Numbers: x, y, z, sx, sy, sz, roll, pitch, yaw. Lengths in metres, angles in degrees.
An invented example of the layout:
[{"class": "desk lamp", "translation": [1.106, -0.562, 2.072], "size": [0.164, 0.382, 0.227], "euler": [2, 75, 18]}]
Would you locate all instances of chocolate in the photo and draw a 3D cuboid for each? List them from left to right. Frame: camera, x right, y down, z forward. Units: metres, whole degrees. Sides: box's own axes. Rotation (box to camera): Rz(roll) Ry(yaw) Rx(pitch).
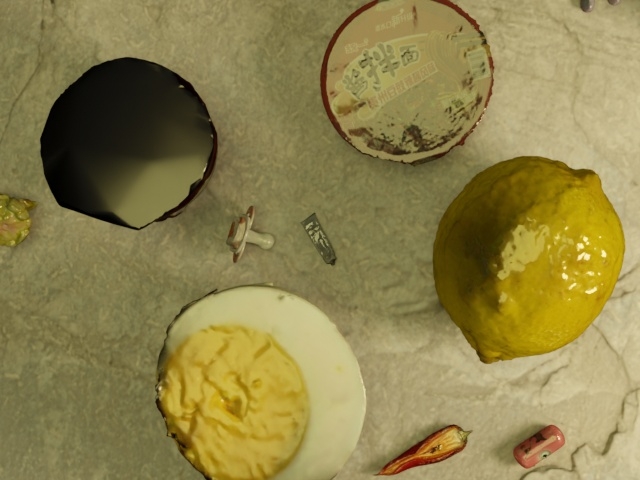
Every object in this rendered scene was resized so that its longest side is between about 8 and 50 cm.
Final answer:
[{"class": "chocolate", "translation": [-0.287, -0.143, 1.503], "size": [0.283, 0.186, 0.284], "euler": [-1, 80, 6]}]

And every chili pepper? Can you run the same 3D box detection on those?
[{"class": "chili pepper", "translation": [0.166, 0.342, 1.476], "size": [0.178, 0.027, 0.045], "euler": [-30, 79, 8]}]

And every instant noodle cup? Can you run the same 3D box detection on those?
[{"class": "instant noodle cup", "translation": [0.141, -0.252, 1.469], "size": [0.274, 0.091, 0.274], "euler": [0, 89, 11]}]

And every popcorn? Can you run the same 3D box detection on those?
[{"class": "popcorn", "translation": [-0.551, -0.038, 1.605], "size": [0.109, 0.089, 0.097], "euler": [-29, 118, 18]}]

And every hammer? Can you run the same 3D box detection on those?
[{"class": "hammer", "translation": [0.341, 0.322, 1.436], "size": [0.083, 0.043, 0.043], "euler": [-36, 82, 7]}]

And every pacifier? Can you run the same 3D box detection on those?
[{"class": "pacifier", "translation": [-0.113, -0.005, 1.526], "size": [0.078, 0.081, 0.099], "euler": [19, 92, -17]}]

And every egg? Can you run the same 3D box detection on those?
[{"class": "egg", "translation": [-0.085, 0.222, 1.443], "size": [0.337, 0.201, 0.337], "euler": [0, 92, 5]}]

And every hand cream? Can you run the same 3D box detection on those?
[{"class": "hand cream", "translation": [0.000, 0.000, 1.526], "size": [0.030, 0.019, 0.093], "euler": [-31, 80, 7]}]

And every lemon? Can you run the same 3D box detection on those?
[{"class": "lemon", "translation": [0.296, 0.029, 1.344], "size": [0.268, 0.268, 0.322], "euler": [36, 101, 10]}]

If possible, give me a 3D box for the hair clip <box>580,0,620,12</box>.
[{"class": "hair clip", "translation": [0.411, -0.499, 1.429], "size": [0.137, 0.090, 0.278], "euler": [-4, 84, 45]}]
